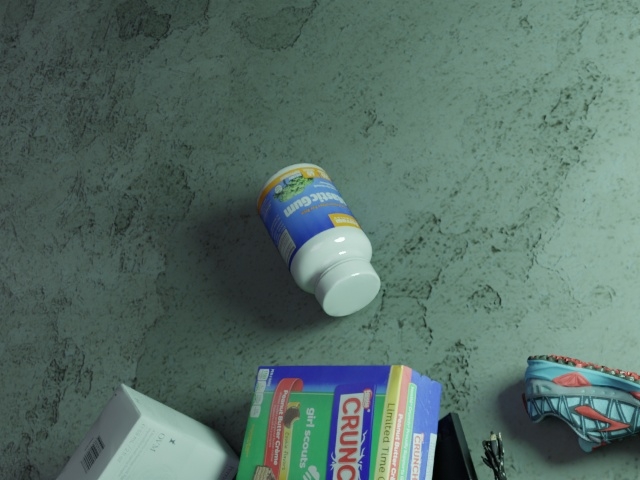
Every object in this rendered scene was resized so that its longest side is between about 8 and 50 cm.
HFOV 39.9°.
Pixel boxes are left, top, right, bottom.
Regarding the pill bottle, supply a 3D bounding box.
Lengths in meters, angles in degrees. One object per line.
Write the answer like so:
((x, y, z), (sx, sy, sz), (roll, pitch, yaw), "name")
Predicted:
((0.000, 0.000, 1.586), (0.152, 0.152, 0.272), (-40, 52, 11), "pill bottle")

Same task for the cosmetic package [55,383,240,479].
((-0.300, 0.410, 1.526), (0.224, 0.225, 0.138), (-57, 32, -1), "cosmetic package")

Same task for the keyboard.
((0.229, 0.402, 1.283), (0.201, 0.033, 0.317), (-48, 45, 43), "keyboard")

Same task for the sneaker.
((0.413, 0.244, 1.250), (0.262, 0.104, 0.125), (11, 92, 41), "sneaker")

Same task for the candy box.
((0.021, 0.342, 1.404), (0.317, 0.122, 0.268), (-7, 64, 40), "candy box")
